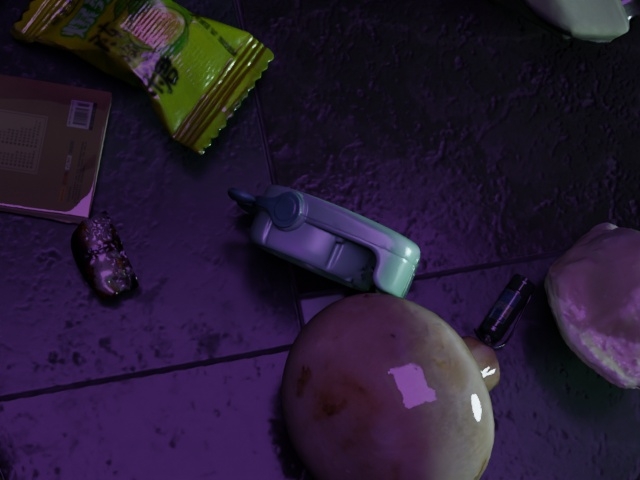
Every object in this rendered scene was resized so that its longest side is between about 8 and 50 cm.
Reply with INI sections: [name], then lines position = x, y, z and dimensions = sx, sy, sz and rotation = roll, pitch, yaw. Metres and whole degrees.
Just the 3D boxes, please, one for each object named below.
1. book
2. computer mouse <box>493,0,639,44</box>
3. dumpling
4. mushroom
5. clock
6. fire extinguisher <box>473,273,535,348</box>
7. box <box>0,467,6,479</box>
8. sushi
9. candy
[book]
position = -0.312, -0.096, 1.344
dimensions = 0.198, 0.016, 0.138
rotation = 9, 72, -3
[computer mouse]
position = 0.207, -0.399, 1.425
dimensions = 0.228, 0.145, 0.429
rotation = -34, 79, -17
[dumpling]
position = 0.280, 0.055, 1.311
dimensions = 0.136, 0.118, 0.199
rotation = 15, 44, 9
[mushroom]
position = 0.080, 0.137, 1.234
dimensions = 0.215, 0.207, 0.207
rotation = -22, 74, -43
[clock]
position = 0.000, -0.001, 1.283
dimensions = 0.188, 0.148, 0.060
rotation = 23, 87, 8
[fire extinguisher]
position = 0.178, 0.074, 1.336
dimensions = 0.038, 0.025, 0.083
rotation = 43, 72, -16
[box]
position = -0.357, 0.184, 1.166
dimensions = 0.153, 0.188, 0.252
rotation = -22, 74, -12
[sushi]
position = -0.208, 0.016, 1.305
dimensions = 0.046, 0.044, 0.083
rotation = -23, 75, -13
[candy]
position = -0.174, -0.203, 1.364
dimensions = 0.246, 0.069, 0.149
rotation = 35, 75, 6
